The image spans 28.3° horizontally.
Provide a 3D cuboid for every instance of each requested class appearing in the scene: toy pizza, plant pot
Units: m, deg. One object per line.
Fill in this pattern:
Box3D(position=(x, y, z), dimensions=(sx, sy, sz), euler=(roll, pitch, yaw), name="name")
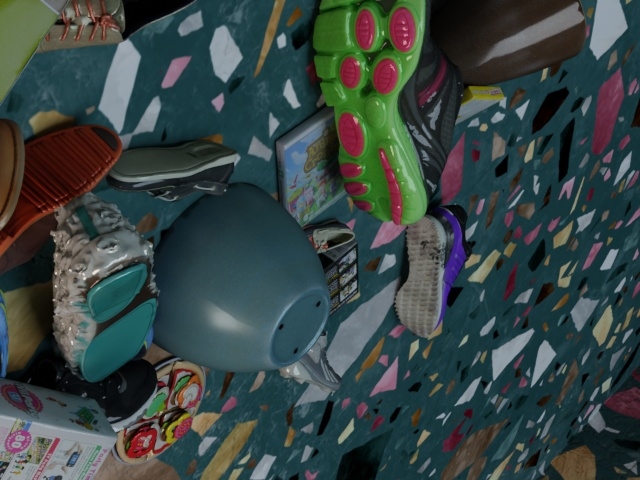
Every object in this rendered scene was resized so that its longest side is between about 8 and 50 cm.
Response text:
Box3D(position=(-0.251, 0.277, 2.027), dimensions=(0.201, 0.032, 0.201), euler=(-36, 143, -33), name="toy pizza")
Box3D(position=(-0.100, 0.084, 1.911), dimensions=(0.290, 0.195, 0.290), euler=(-36, 143, -33), name="plant pot")
Box3D(position=(0.280, -0.344, 2.095), dimensions=(0.230, 0.215, 0.215), euler=(-32, 143, -16), name="plant pot")

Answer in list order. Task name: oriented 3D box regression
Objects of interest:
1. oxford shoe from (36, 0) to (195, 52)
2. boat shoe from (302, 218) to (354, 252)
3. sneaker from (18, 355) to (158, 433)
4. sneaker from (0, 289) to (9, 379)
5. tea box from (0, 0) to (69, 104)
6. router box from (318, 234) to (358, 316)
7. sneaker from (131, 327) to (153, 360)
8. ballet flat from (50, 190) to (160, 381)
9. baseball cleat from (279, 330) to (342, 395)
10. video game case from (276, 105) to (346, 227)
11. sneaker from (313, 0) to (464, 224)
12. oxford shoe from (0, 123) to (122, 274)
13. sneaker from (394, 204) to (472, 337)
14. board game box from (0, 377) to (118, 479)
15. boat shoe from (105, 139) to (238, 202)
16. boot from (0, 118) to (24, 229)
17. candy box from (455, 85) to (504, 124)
Box3D(position=(-0.282, -0.264, 1.387), dimensions=(0.348, 0.130, 0.123), euler=(-32, 141, -38), name="oxford shoe")
Box3D(position=(0.000, 0.000, 2.132), dimensions=(0.137, 0.043, 0.049), euler=(-21, 136, -45), name="boat shoe")
Box3D(position=(-0.339, 0.212, 1.773), dimensions=(0.283, 0.107, 0.124), euler=(-27, 132, -42), name="sneaker")
Box3D(position=(-0.431, 0.122, 1.594), dimensions=(0.078, 0.067, 0.188), euler=(-3, 144, -13), name="sneaker")
Box3D(position=(-0.448, -0.211, 1.105), dimensions=(0.323, 0.220, 0.329), euler=(-56, 150, -3), name="tea box")
Box3D(position=(-0.008, 0.086, 2.197), dimensions=(0.179, 0.046, 0.133), euler=(-38, 145, -30), name="router box")
Box3D(position=(-0.287, 0.073, 1.773), dimensions=(0.082, 0.069, 0.209), euler=(-80, 159, -44), name="sneaker")
Box3D(position=(-0.279, 0.053, 1.596), dimensions=(0.147, 0.147, 0.409), euler=(-43, 171, -25), name="ballet flat")
Box3D(position=(-0.002, 0.217, 2.303), dimensions=(0.109, 0.072, 0.206), euler=(-66, 154, 0), name="baseball cleat")
Box3D(position=(0.012, -0.132, 2.047), dimensions=(0.212, 0.023, 0.193), euler=(-37, 144, -31), name="video game case")
Box3D(position=(0.113, -0.253, 1.946), dimensions=(0.202, 0.185, 0.483), euler=(-50, 149, -40), name="sneaker")
Box3D(position=(-0.354, -0.041, 1.547), dimensions=(0.271, 0.097, 0.098), euler=(-39, 163, -18), name="oxford shoe")
Box3D(position=(0.235, 0.055, 2.470), dimensions=(0.146, 0.102, 0.293), euler=(-31, 140, -40), name="sneaker")
Box3D(position=(-0.442, 0.286, 1.599), dimensions=(0.303, 0.097, 0.224), euler=(22, 105, -41), name="board game box")
Box3D(position=(-0.200, -0.083, 1.721), dimensions=(0.233, 0.084, 0.079), euler=(-13, 127, -55), name="boat shoe")
Box3D(position=(-0.460, -0.051, 1.373), dimensions=(0.220, 0.109, 0.283), euler=(37, 73, -40), name="boot")
Box3D(position=(0.198, -0.204, 2.129), dimensions=(0.206, 0.027, 0.105), euler=(-27, 171, 35), name="candy box")
